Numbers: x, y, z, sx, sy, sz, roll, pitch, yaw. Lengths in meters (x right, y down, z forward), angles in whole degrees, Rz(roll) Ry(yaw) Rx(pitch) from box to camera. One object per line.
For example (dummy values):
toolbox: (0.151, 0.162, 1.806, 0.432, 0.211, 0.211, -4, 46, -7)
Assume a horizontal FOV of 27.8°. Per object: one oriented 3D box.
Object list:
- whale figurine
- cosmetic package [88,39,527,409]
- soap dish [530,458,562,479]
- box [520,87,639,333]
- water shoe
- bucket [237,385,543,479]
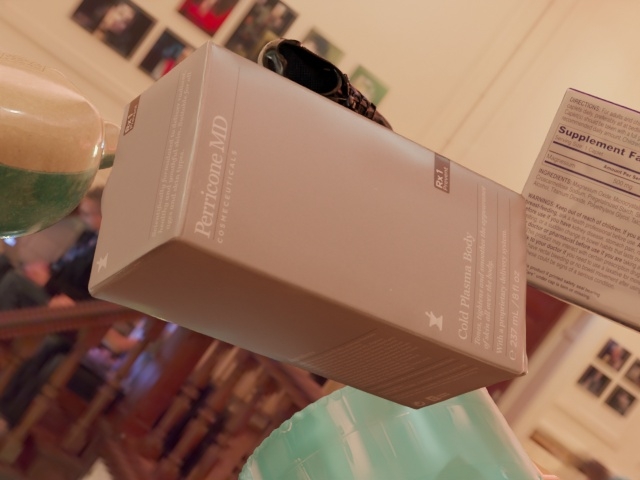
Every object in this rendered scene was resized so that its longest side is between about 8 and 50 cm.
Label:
whale figurine: (-0.282, -0.091, 1.142, 0.216, 0.141, 0.272, 16, 16, -13)
cosmetic package: (0.000, 0.000, 0.737, 0.238, 0.127, 0.107, 23, -31, -33)
soap dish: (0.194, 0.359, 1.340, 0.229, 0.291, 0.118, 34, 38, -2)
box: (0.205, -0.016, 0.891, 0.126, 0.137, 0.072, 24, -1, 22)
water shoe: (0.013, -0.165, 1.549, 0.203, 0.073, 0.080, 34, -10, -18)
bucket: (0.069, 0.247, 1.074, 0.281, 0.281, 0.183, 33, 24, -51)
